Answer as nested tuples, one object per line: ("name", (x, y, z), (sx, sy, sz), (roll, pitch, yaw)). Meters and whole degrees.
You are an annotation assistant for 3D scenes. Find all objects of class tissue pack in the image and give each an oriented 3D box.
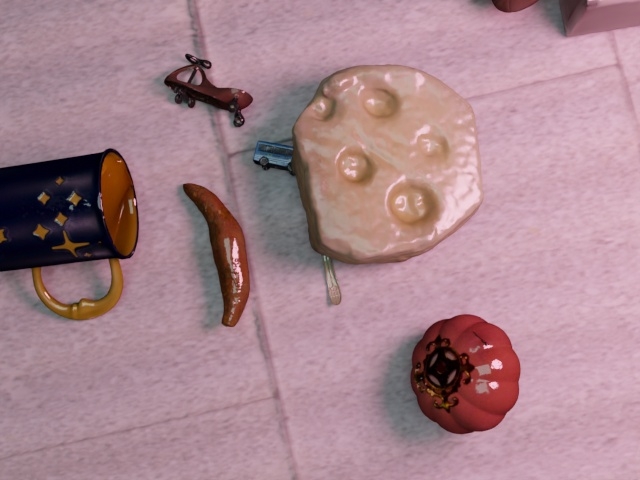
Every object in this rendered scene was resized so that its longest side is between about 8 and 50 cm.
("tissue pack", (0.445, -0.466, 1.285), (0.136, 0.159, 0.245), (-10, 85, 4))

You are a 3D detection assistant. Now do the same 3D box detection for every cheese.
("cheese", (0.094, -0.113, 1.276), (0.318, 0.115, 0.326), (40, 79, 1))

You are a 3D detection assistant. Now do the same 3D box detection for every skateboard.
("skateboard", (-0.183, -0.254, 1.352), (0.151, 0.067, 0.080), (21, 77, 9))

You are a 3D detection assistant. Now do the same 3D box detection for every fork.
("fork", (0.000, -0.001, 1.331), (0.034, 0.028, 0.219), (-12, 84, -2))

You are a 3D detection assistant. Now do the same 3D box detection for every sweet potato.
("sweet potato", (-0.156, 0.012, 1.326), (0.078, 0.058, 0.255), (-22, 79, 21))

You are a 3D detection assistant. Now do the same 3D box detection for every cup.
("cup", (-0.431, 0.000, 1.282), (0.257, 0.178, 0.254), (-9, 83, 5))

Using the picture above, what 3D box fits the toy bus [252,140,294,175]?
("toy bus", (-0.066, -0.136, 1.342), (0.083, 0.038, 0.045), (11, 83, 3))

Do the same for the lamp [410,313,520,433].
("lamp", (0.223, 0.203, 1.243), (0.182, 0.140, 0.181), (-14, 71, 46))

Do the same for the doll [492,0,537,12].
("doll", (0.297, -0.446, 1.313), (0.188, 0.096, 0.145), (33, 97, 35))
